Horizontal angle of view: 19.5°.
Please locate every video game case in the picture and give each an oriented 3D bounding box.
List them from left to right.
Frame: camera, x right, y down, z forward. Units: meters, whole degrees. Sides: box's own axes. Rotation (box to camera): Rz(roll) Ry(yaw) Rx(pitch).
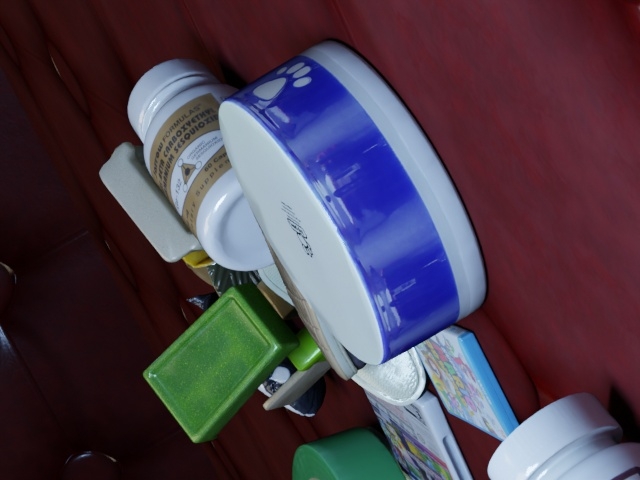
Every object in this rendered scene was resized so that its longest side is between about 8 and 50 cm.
[{"bbox_3d":[0.106,0.210,2.007,0.201,0.023,0.183,34,152,61],"label":"video game case"},{"bbox_3d":[0.129,0.124,1.728,0.119,0.015,0.166,63,167,-14],"label":"video game case"}]

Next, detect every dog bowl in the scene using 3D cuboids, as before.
[{"bbox_3d":[0.024,-0.030,1.574,0.265,0.104,0.265,56,167,19],"label":"dog bowl"}]

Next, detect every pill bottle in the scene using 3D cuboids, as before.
[{"bbox_3d":[-0.105,-0.085,1.891,0.229,0.131,0.131,51,166,42],"label":"pill bottle"},{"bbox_3d":[0.223,0.224,1.337,0.221,0.121,0.121,53,166,28],"label":"pill bottle"}]

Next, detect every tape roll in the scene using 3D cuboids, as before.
[{"bbox_3d":[0.060,0.383,2.201,0.321,0.077,0.321,163,90,-73],"label":"tape roll"}]

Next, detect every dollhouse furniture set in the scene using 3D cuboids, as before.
[{"bbox_3d":[-0.126,0.044,2.009,0.301,0.151,0.197,51,-155,17],"label":"dollhouse furniture set"}]

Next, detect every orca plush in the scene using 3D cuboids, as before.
[{"bbox_3d":[-0.064,0.106,2.373,0.151,0.102,0.287,17,-161,-23],"label":"orca plush"}]

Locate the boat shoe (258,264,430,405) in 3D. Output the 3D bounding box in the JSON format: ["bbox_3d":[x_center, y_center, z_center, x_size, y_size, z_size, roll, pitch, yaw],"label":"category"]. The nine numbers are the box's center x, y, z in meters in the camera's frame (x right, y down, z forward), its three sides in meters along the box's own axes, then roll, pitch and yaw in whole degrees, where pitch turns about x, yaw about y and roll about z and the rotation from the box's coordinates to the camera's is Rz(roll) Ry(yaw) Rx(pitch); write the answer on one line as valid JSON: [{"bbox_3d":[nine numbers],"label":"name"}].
[{"bbox_3d":[0.036,0.073,1.889,0.233,0.084,0.079,46,-159,25],"label":"boat shoe"}]

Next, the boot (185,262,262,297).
[{"bbox_3d":[-0.119,0.016,2.313,0.269,0.089,0.236,112,137,-75],"label":"boot"}]

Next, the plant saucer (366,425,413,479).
[{"bbox_3d":[0.094,0.319,2.275,0.195,0.037,0.195,55,168,18],"label":"plant saucer"}]

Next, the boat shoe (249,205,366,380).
[{"bbox_3d":[0.000,0.000,1.763,0.285,0.092,0.103,67,171,-21],"label":"boat shoe"}]
